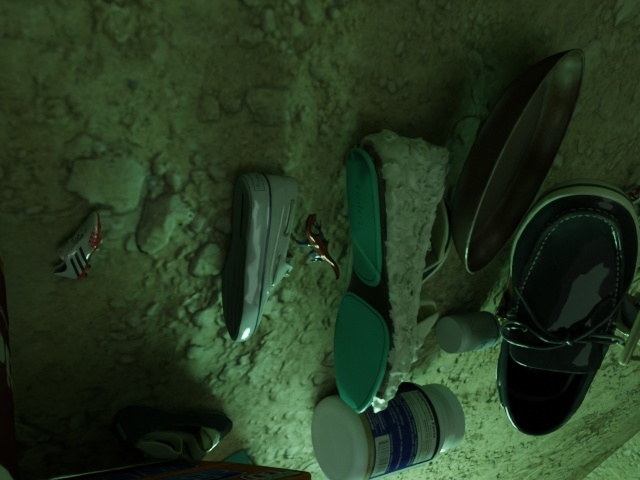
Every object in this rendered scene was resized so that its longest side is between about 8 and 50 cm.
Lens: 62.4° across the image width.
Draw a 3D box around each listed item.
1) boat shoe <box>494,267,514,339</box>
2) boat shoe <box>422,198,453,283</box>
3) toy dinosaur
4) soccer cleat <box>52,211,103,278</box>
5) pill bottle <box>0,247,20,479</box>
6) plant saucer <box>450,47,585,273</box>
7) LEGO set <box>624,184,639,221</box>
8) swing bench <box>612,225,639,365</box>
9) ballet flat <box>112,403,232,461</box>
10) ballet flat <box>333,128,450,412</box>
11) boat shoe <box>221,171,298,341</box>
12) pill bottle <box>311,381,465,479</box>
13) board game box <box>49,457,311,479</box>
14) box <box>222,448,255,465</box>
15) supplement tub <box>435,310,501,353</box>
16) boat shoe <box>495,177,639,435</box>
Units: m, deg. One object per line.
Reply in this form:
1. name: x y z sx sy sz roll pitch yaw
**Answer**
1. boat shoe: 0.396 0.144 1.011 0.104 0.110 0.307 -30 131 -3
2. boat shoe: 0.123 0.028 0.770 0.065 0.075 0.206 3 127 -35
3. toy dinosaur: 0.000 0.000 0.676 0.047 0.090 0.082 -50 169 -11
4. soccer cleat: -0.249 0.006 0.543 0.036 0.029 0.083 7 124 -41
5. pill bottle: -0.320 0.129 0.334 0.224 0.392 0.224 -17 132 -21
6. plant saucer: 0.256 -0.103 0.706 0.310 0.050 0.310 -39 145 -34
7. LEGO set: 0.643 -0.104 1.036 0.182 0.060 0.244 -45 147 5
8. swing bench: 0.707 0.128 1.146 0.253 0.165 0.254 15 114 -46
9. ballet flat: -0.203 0.286 0.764 0.203 0.074 0.074 28 106 -44
10. ballet flat: 0.103 0.057 0.697 0.147 0.147 0.408 -12 121 -25
11. boat shoe: -0.067 0.027 0.638 0.076 0.083 0.226 -6 126 -28
12. pill bottle: 0.129 0.342 0.964 0.265 0.153 0.153 1 123 -33
13. board game box: -0.236 0.459 0.576 0.356 0.356 0.356 6 161 -36
14. box: -0.214 0.466 0.905 0.244 0.060 0.100 -29 135 -10
15. supplement tub: 0.276 0.170 0.983 0.107 0.071 0.071 -3 125 -31
16. boat shoe: 0.385 0.133 0.851 0.187 0.156 0.500 9 128 13
